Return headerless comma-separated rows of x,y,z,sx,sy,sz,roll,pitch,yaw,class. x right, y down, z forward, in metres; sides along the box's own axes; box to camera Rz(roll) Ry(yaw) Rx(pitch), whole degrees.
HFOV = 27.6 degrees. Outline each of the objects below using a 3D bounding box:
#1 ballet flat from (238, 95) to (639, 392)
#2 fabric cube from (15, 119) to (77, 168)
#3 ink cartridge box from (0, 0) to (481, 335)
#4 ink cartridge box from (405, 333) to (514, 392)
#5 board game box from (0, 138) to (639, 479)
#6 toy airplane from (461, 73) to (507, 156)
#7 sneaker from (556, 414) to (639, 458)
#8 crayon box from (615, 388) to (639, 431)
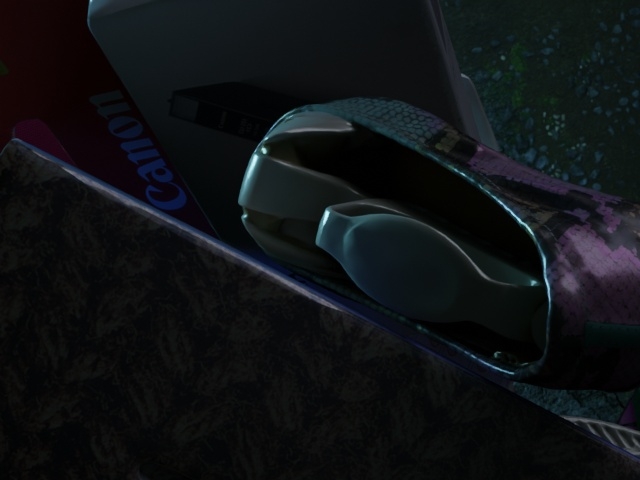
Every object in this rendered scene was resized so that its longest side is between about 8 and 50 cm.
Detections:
0.023,-0.006,0.438,0.079,0.077,0.221,4,14,-39,ballet flat
-0.220,-0.117,0.961,0.259,0.258,0.254,18,-15,39,fabric cube
-0.052,-0.035,0.662,0.261,0.066,0.296,-13,-37,11,ink cartridge box
0.085,0.111,0.867,0.056,0.225,0.181,25,-1,-24,ink cartridge box
-0.043,0.078,0.518,0.232,0.141,0.291,28,-2,-10,board game box
0.000,0.000,1.200,0.384,0.386,0.272,26,-18,-8,toy airplane
0.229,0.233,0.755,0.350,0.131,0.148,29,-41,9,sneaker
0.302,0.246,1.146,0.081,0.165,0.278,26,-12,31,crayon box
